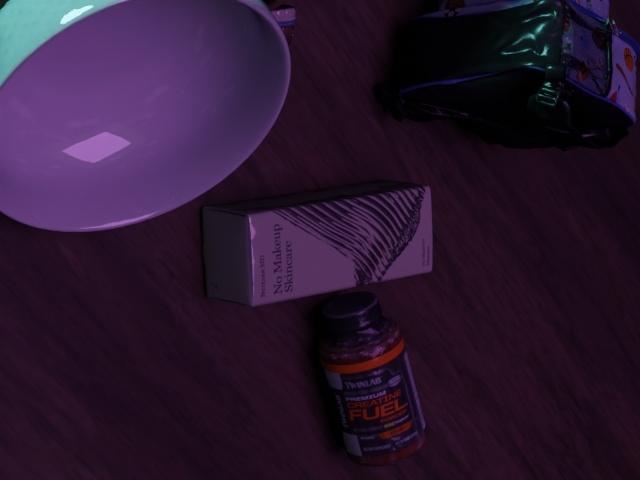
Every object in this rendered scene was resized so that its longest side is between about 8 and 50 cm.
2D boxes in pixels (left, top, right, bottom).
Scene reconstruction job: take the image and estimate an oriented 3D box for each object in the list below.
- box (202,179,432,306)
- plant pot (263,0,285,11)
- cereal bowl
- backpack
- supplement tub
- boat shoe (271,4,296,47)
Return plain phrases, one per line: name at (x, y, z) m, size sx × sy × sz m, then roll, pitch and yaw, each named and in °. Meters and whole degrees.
box at (0.000, 0.000, 2.100) m, size 0.275 × 0.094 × 0.113 m, roll -12°, pitch 104°, yaw -38°
plant pot at (-0.137, -0.380, 1.854) m, size 0.263 × 0.263 × 0.229 m, roll 26°, pitch 63°, yaw -39°
cereal bowl at (-0.207, -0.169, 1.817) m, size 0.339 × 0.141 × 0.339 m, roll -18°, pitch 146°, yaw -13°
backpack at (0.254, -0.211, 2.189) m, size 0.263 × 0.276 × 0.213 m, roll 28°, pitch 71°, yaw -45°
supplement tub at (0.058, 0.163, 2.166) m, size 0.106 × 0.106 × 0.198 m, roll -29°, pitch 114°, yaw -33°
boat shoe at (-0.098, -0.220, 2.005) m, size 0.183 × 0.066 × 0.066 m, roll -12°, pitch 106°, yaw -37°
